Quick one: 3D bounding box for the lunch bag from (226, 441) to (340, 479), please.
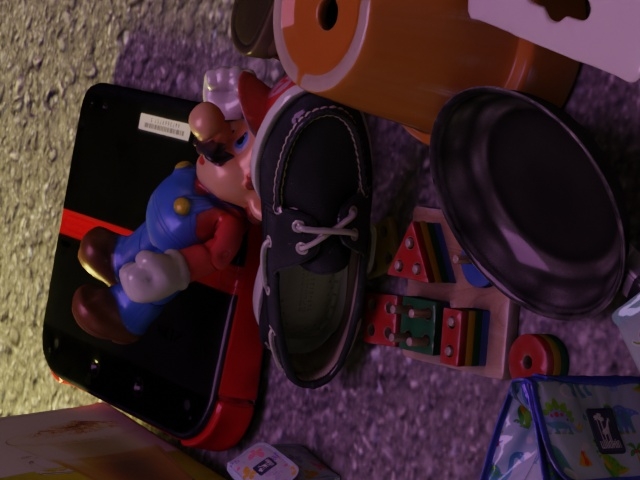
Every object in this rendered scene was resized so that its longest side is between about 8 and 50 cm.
[{"bbox_3d":[-0.036,0.221,1.616,0.071,0.083,0.053,35,117,50],"label":"lunch bag"}]

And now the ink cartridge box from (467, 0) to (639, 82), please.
[{"bbox_3d":[0.242,-0.298,1.218,0.207,0.119,0.353,33,114,49],"label":"ink cartridge box"}]

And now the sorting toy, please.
[{"bbox_3d":[0.100,0.041,1.466,0.274,0.046,0.132,11,98,54],"label":"sorting toy"}]

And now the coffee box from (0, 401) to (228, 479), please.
[{"bbox_3d":[-0.294,0.384,1.733,0.334,0.337,0.338,23,113,51],"label":"coffee box"}]

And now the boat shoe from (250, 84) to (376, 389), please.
[{"bbox_3d":[0.000,0.000,1.510,0.091,0.114,0.302,-113,16,-45],"label":"boat shoe"}]

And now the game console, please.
[{"bbox_3d":[-0.168,0.020,1.839,0.386,0.060,0.342,16,96,52],"label":"game console"}]

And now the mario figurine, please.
[{"bbox_3d":[-0.123,-0.053,1.611,0.320,0.170,0.198,-40,66,26],"label":"mario figurine"}]

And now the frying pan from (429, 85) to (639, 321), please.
[{"bbox_3d":[0.204,-0.011,1.278,0.326,0.053,0.197,25,136,42],"label":"frying pan"}]

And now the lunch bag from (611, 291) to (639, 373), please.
[{"bbox_3d":[0.341,0.061,1.047,0.262,0.160,0.223,-44,51,28],"label":"lunch bag"}]

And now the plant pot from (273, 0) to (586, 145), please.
[{"bbox_3d":[0.073,-0.175,1.389,0.205,0.188,0.205,-2,87,54],"label":"plant pot"}]

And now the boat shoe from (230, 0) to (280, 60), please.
[{"bbox_3d":[0.024,-0.286,1.537,0.307,0.104,0.111,-57,37,38],"label":"boat shoe"}]

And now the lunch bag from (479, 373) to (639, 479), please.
[{"bbox_3d":[0.187,0.173,1.274,0.096,0.129,0.151,4,91,53],"label":"lunch bag"}]
